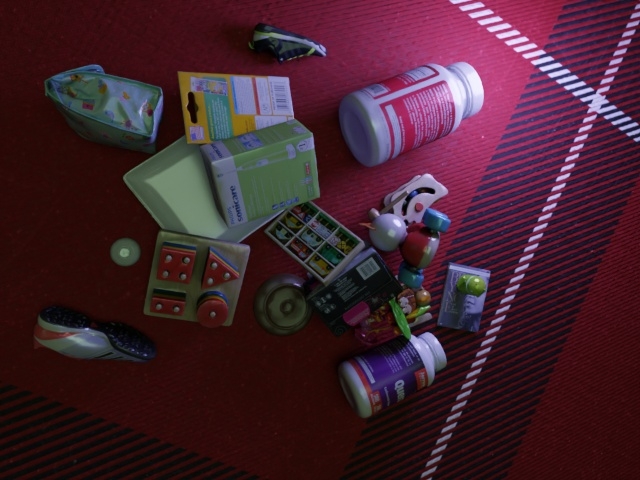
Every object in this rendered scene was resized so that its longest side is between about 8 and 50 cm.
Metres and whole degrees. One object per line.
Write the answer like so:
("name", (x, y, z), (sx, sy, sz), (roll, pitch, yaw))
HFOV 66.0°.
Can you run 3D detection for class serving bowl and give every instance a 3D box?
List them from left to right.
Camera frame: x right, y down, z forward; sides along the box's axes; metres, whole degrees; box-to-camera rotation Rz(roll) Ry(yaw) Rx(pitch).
("serving bowl", (-0.551, 0.033, 1.390), (0.083, 0.027, 0.083), (-1, 93, -17))

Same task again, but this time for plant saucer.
("plant saucer", (-0.108, 0.203, 1.526), (0.198, 0.036, 0.199), (-1, 94, -17))

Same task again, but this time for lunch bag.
("lunch bag", (-0.550, -0.336, 1.273), (0.262, 0.223, 0.160), (12, 83, -15))

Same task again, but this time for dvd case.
("dvd case", (0.498, 0.199, 1.713), (0.164, 0.018, 0.221), (12, 89, -16))

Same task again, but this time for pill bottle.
("pill bottle", (0.228, 0.412, 1.558), (0.322, 0.181, 0.182), (-22, 98, -14))
("pill bottle", (0.281, -0.400, 1.513), (0.407, 0.229, 0.229), (-24, 99, -14))

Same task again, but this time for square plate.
("square plate", (-0.324, -0.142, 1.439), (0.347, 0.049, 0.344), (-38, 101, -12))

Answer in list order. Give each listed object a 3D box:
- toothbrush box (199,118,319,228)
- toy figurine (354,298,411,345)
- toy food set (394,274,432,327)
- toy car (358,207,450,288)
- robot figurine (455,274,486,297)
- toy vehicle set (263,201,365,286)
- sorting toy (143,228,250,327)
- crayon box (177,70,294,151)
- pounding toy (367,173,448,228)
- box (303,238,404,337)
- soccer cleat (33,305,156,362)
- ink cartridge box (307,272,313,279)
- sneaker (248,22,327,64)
("toothbrush box", (-0.159, -0.186, 1.355), (0.283, 0.122, 0.206), (-22, 130, -17))
("toy figurine", (0.175, 0.259, 1.544), (0.159, 0.130, 0.173), (-26, 93, 16))
("toy food set", (0.306, 0.196, 1.645), (0.132, 0.038, 0.192), (-21, 98, -15))
("toy car", (0.231, -0.015, 1.474), (0.237, 0.210, 0.219), (25, 102, 6))
("robot figurine", (0.503, 0.149, 1.642), (0.101, 0.115, 0.067), (29, 83, -16))
("toy vehicle set", (-0.021, -0.005, 1.453), (0.166, 0.035, 0.267), (-46, 61, -11))
("sorting toy", (-0.348, 0.123, 1.385), (0.255, 0.089, 0.257), (11, 107, -17))
("crayon box", (-0.237, -0.359, 1.395), (0.322, 0.083, 0.203), (-6, 85, -28))
("pounding toy", (0.295, -0.098, 1.569), (0.269, 0.155, 0.154), (-34, 99, -10))
("box", (0.092, 0.137, 1.480), (0.247, 0.142, 0.163), (-36, 106, 4))
("soccer cleat", (-0.617, 0.284, 1.355), (0.318, 0.109, 0.116), (22, 106, -18))
("ink cartridge box", (0.091, 0.143, 1.585), (0.224, 0.056, 0.181), (-19, 98, 4))
("sneaker", (-0.099, -0.577, 1.485), (0.234, 0.084, 0.097), (11, 113, -16))
